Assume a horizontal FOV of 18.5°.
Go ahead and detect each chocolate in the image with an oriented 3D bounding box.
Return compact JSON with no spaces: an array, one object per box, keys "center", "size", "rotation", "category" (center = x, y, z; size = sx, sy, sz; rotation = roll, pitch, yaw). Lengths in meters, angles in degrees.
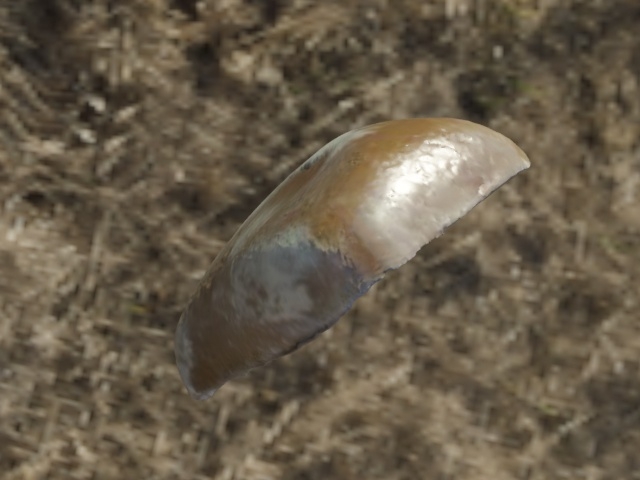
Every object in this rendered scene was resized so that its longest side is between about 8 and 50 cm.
[{"center":[-0.002,0.000,1.147],"size":[0.157,0.254,0.080],"rotation":[-39,91,-31],"category":"chocolate"}]
